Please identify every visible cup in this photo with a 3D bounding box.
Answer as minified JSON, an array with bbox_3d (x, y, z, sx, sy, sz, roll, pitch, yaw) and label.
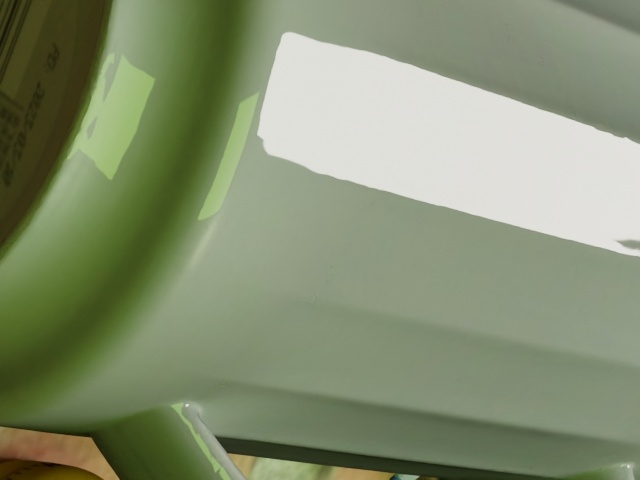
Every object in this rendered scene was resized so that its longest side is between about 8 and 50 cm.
[{"bbox_3d":[0.000,0.000,0.688,0.327,0.237,0.322,13,64,-43],"label":"cup"}]

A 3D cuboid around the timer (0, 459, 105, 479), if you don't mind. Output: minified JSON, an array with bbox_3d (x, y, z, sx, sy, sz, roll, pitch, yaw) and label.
[{"bbox_3d":[-0.128,0.146,0.839,0.107,0.109,0.107,-4,95,-55],"label":"timer"}]

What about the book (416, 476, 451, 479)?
[{"bbox_3d":[0.213,0.022,1.042,0.371,0.043,0.260,-14,126,-29],"label":"book"}]

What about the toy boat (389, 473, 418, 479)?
[{"bbox_3d":[0.025,0.075,0.926,0.105,0.034,0.149,-26,127,-4],"label":"toy boat"}]
